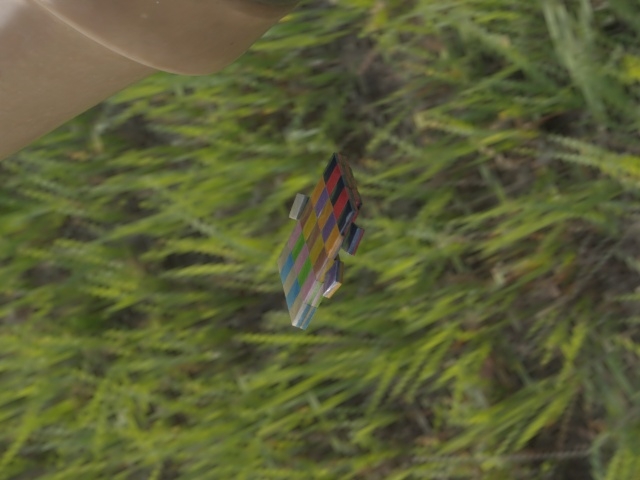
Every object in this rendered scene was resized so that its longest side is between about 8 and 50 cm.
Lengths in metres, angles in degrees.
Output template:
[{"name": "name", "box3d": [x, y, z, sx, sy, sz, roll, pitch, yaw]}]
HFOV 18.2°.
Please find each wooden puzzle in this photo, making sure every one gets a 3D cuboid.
[{"name": "wooden puzzle", "box3d": [0.000, 0.000, 0.716, 0.006, 0.083, 0.049, 21, 113, -17]}]

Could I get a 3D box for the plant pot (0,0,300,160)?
[{"name": "plant pot", "box3d": [-0.175, -0.136, 0.905, 0.229, 0.263, 0.263, -40, 79, 20]}]
